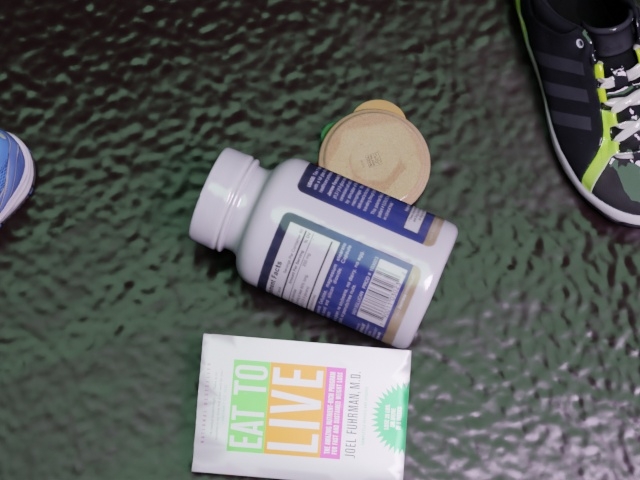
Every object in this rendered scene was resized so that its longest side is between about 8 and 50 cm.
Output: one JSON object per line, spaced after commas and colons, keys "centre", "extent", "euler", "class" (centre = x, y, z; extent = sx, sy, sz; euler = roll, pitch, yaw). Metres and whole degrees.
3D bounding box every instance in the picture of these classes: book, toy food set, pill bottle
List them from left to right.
{"centre": [-0.013, 0.118, 1.156], "extent": [0.144, 0.035, 0.096], "euler": [4, 80, -3], "class": "book"}
{"centre": [0.000, 0.000, 1.149], "extent": [0.169, 0.094, 0.094], "euler": [24, 77, 3], "class": "pill bottle"}
{"centre": [0.037, -0.055, 1.202], "extent": [0.082, 0.020, 0.083], "euler": [-35, 81, -10], "class": "toy food set"}

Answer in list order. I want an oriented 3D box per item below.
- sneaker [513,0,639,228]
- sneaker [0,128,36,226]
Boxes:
{"centre": [0.194, -0.118, 1.184], "extent": [0.084, 0.097, 0.234], "euler": [-23, 79, -7], "class": "sneaker"}
{"centre": [-0.283, -0.001, 1.144], "extent": [0.080, 0.081, 0.211], "euler": [37, 79, 4], "class": "sneaker"}
